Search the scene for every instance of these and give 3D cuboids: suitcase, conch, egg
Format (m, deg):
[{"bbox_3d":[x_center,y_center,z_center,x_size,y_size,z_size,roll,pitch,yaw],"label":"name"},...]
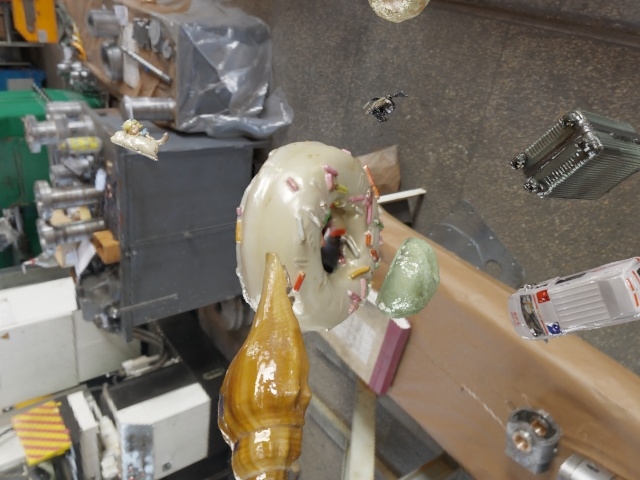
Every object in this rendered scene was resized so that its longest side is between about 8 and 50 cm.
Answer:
[{"bbox_3d":[0.611,-0.192,1.255,0.202,0.312,0.128,-48,53,43],"label":"suitcase"},{"bbox_3d":[-0.070,0.146,0.617,0.109,0.093,0.331,121,148,-51],"label":"conch"},{"bbox_3d":[0.231,-0.740,1.533,0.203,0.245,0.203,18,152,10],"label":"egg"}]

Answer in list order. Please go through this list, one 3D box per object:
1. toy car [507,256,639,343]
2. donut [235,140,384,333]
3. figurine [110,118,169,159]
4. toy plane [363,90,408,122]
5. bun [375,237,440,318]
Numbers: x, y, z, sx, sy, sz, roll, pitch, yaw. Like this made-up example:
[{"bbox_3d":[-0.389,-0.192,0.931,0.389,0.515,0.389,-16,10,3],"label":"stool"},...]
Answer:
[{"bbox_3d":[0.355,0.092,0.760,0.209,0.108,0.090,-24,79,41],"label":"toy car"},{"bbox_3d":[0.000,0.000,1.018,0.142,0.382,0.383,7,107,32],"label":"donut"},{"bbox_3d":[-0.297,-0.169,0.887,0.051,0.083,0.047,-70,18,-6],"label":"figurine"},{"bbox_3d":[0.105,-0.232,0.934,0.031,0.049,0.120,39,170,-19],"label":"toy plane"},{"bbox_3d":[0.206,0.093,1.216,0.118,0.195,0.195,27,127,13],"label":"bun"}]
